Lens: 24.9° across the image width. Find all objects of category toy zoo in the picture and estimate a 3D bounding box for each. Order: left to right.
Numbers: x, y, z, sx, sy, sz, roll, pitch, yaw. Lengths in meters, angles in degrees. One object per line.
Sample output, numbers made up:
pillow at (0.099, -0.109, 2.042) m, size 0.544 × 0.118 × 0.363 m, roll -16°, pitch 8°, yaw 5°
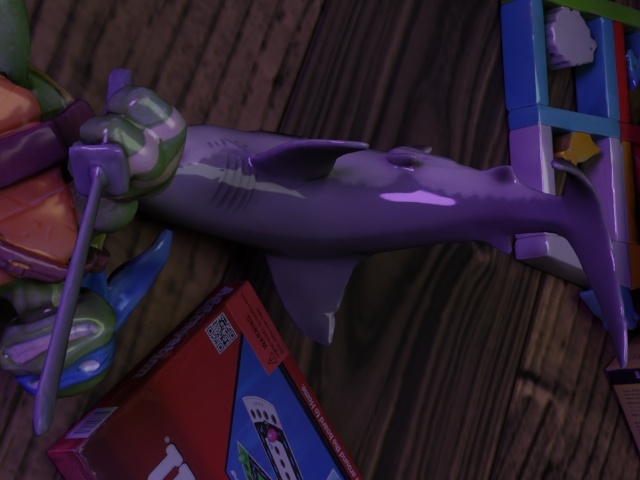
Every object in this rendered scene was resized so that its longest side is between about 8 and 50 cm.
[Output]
toy zoo at (0.203, -0.081, 1.043) m, size 0.192 × 0.030 × 0.293 m, roll 5°, pitch 80°, yaw -45°

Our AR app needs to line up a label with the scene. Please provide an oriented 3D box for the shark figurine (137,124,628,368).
shark figurine at (0.028, 0.002, 0.741) m, size 0.166 × 0.278 × 0.116 m, roll -11°, pitch 109°, yaw -72°

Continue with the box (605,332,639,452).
box at (0.291, 0.176, 1.045) m, size 0.058 × 0.087 × 0.232 m, roll -36°, pitch 107°, yaw -43°

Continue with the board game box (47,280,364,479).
board game box at (-0.020, 0.177, 0.773) m, size 0.145 × 0.027 × 0.281 m, roll -45°, pitch 114°, yaw -39°

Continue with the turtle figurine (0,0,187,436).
turtle figurine at (-0.161, -0.049, 0.553) m, size 0.274 × 0.198 × 0.266 m, roll -23°, pitch 96°, yaw -49°
